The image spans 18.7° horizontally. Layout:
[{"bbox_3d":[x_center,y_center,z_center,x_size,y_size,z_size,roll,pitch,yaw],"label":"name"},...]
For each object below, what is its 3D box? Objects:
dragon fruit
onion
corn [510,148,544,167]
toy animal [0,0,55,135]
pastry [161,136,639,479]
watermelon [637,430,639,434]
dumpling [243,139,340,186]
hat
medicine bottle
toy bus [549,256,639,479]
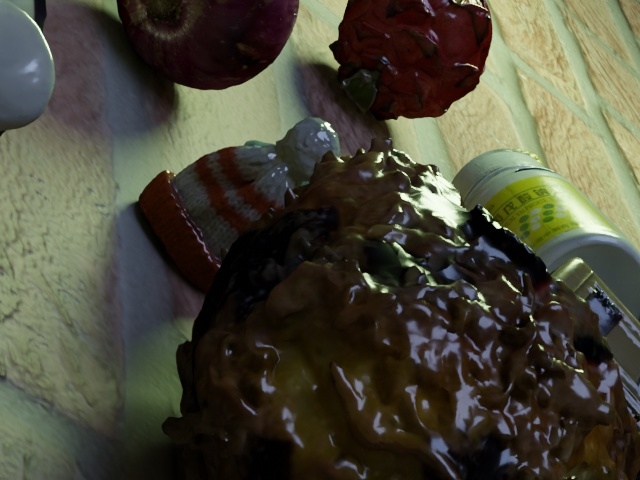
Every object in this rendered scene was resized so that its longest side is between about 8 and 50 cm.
[{"bbox_3d":[0.106,-0.221,2.151,0.172,0.209,0.172,44,-3,2],"label":"dragon fruit"},{"bbox_3d":[-0.102,-0.228,1.783,0.177,0.177,0.153,45,51,-7],"label":"onion"},{"bbox_3d":[0.208,-0.066,2.237,0.072,0.072,0.203,51,23,7],"label":"corn"},{"bbox_3d":[-0.291,-0.163,1.316,0.249,0.174,0.289,42,21,-12],"label":"toy animal"},{"bbox_3d":[0.055,0.104,1.356,0.337,0.292,0.405,54,18,16],"label":"pastry"},{"bbox_3d":[0.184,0.214,1.635,0.245,0.119,0.063,-22,81,-43],"label":"watermelon"},{"bbox_3d":[0.007,-0.010,1.711,0.217,0.105,0.149,31,27,-38],"label":"dumpling"},{"bbox_3d":[-0.056,-0.042,1.573,0.112,0.162,0.093,56,22,11],"label":"hat"},{"bbox_3d":[0.226,0.008,1.994,0.143,0.143,0.258,37,9,-27],"label":"medicine bottle"},{"bbox_3d":[0.268,0.166,1.787,0.289,0.157,0.139,50,44,3],"label":"toy bus"}]
